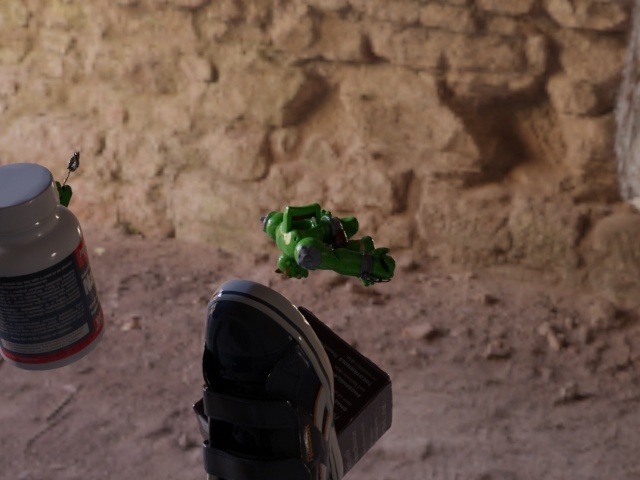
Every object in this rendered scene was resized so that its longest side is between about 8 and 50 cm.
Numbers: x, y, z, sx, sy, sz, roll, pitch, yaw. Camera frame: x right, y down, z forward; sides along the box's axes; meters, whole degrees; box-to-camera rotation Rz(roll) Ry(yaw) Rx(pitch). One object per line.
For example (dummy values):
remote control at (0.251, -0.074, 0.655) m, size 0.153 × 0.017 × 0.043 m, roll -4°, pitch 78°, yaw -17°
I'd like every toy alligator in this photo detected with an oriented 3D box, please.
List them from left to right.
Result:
toy alligator at (-0.364, -0.040, 1.398) m, size 0.051 × 0.189 × 0.056 m, roll 3°, pitch 34°, yaw -26°

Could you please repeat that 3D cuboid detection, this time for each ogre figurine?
ogre figurine at (0.000, 0.000, 1.306) m, size 0.118 × 0.097 × 0.197 m, roll 4°, pitch 38°, yaw -28°

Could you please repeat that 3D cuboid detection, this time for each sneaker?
sneaker at (-0.054, 0.193, 1.057) m, size 0.126 × 0.321 × 0.127 m, roll 5°, pitch 40°, yaw 27°

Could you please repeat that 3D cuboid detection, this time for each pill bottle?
pill bottle at (-0.272, 0.024, 0.987) m, size 0.108 × 0.180 × 0.108 m, roll -4°, pitch 35°, yaw 3°

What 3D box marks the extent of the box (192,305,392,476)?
box at (-0.031, 0.234, 1.383) m, size 0.167 × 0.168 × 0.203 m, roll 37°, pitch 68°, yaw 23°
